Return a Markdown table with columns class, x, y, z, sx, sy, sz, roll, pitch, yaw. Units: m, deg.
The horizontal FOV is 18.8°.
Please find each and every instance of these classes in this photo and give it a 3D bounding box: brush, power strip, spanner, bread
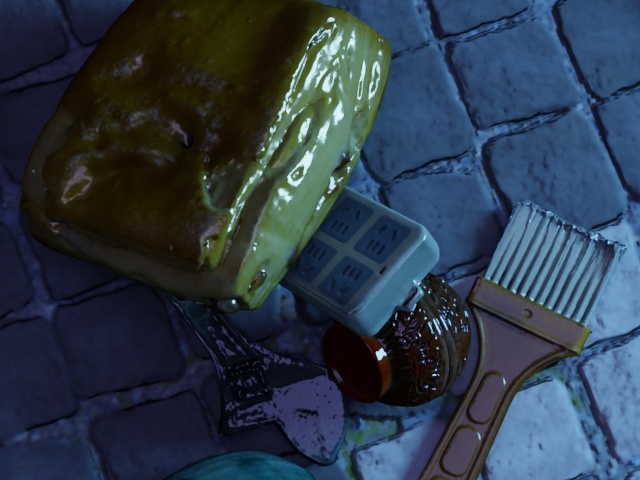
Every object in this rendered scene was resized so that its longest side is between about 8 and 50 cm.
| class | x | y | z | sx | sy | sz | roll | pitch | yaw |
| --- | --- | --- | --- | --- | --- | --- | --- | --- | --- |
| brush | 0.110 | 0.126 | 1.355 | 0.090 | 0.017 | 0.314 | 25 | 82 | 10 |
| power strip | 0.000 | 0.000 | 1.323 | 0.081 | 0.035 | 0.192 | -48 | 43 | -11 |
| spanner | -0.094 | 0.033 | 1.377 | 0.093 | 0.026 | 0.325 | -38 | 79 | -5 |
| bread | -0.081 | -0.077 | 1.320 | 0.210 | 0.099 | 0.235 | 19 | 68 | 30 |

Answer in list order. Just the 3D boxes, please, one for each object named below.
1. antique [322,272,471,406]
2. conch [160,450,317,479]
| class | x | y | z | sx | sy | sz | roll | pitch | yaw |
| --- | --- | --- | --- | --- | --- | --- | --- | --- | --- |
| antique | 0.056 | 0.065 | 1.327 | 0.104 | 0.104 | 0.104 | -1 | 80 | 3 |
| conch | -0.067 | 0.248 | 1.280 | 0.196 | 0.134 | 0.202 | -23 | 78 | 0 |
